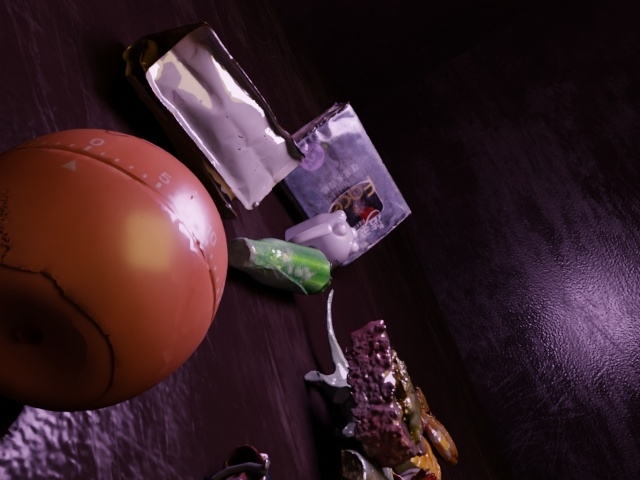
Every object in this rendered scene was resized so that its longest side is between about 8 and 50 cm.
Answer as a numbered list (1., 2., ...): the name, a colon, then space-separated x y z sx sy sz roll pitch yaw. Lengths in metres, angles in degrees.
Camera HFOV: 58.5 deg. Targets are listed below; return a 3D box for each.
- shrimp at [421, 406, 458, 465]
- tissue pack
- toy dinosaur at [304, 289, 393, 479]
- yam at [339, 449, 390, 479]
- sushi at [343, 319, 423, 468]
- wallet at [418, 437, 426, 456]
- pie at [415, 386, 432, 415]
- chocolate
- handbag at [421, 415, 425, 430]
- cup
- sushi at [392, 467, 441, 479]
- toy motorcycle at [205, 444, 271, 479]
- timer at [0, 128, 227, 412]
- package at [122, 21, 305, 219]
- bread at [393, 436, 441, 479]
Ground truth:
1. shrimp: 0.287 0.495 1.534 0.152 0.063 0.287 52 -1 -13
2. tissue pack: 0.047 -0.141 1.483 0.361 0.259 0.122 57 -9 -24
3. toy dinosaur: 0.046 0.282 1.124 0.205 0.092 0.392 40 25 -53
4. yam: 0.090 0.449 0.981 0.259 0.106 0.106 50 21 -40
5. sushi: 0.120 0.281 1.029 0.161 0.108 0.241 56 21 -54
6. wallet: 0.184 0.386 1.247 0.118 0.039 0.152 151 -79 -74
7. pie: 0.317 0.525 1.729 0.092 0.034 0.169 -64 132 -73
8. chocolate: -0.080 0.044 1.087 0.291 0.110 0.110 22 45 -64
9. handbag: 0.136 0.347 1.199 0.212 0.059 0.157 112 -42 -64
10. cup: 0.000 -0.007 1.337 0.173 0.142 0.134 48 22 -43
11. sushi: 0.243 0.599 1.201 0.332 0.124 0.130 56 28 -29
12. toy motorcycle: -0.093 0.307 0.645 0.122 0.082 0.213 68 15 9
13. timer: -0.197 0.021 0.492 0.229 0.230 0.214 57 20 -23
14. package: -0.211 -0.195 1.004 0.165 0.221 0.311 -57 133 -25
15. bread: 0.224 0.519 1.364 0.188 0.068 0.125 54 18 -33
